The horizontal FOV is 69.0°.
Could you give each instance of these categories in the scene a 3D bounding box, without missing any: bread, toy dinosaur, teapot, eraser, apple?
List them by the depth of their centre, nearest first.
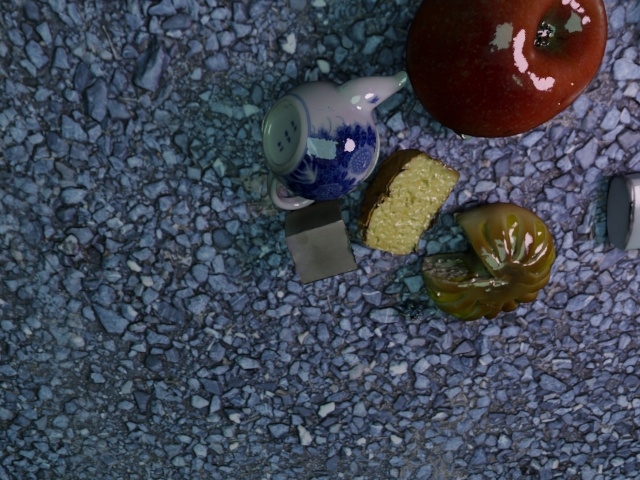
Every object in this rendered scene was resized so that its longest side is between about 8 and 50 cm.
[{"bbox_3d":[0.347,-0.369,0.894,0.348,0.277,0.348,-5,106,-19],"label":"apple"},{"bbox_3d":[0.024,-0.209,1.020,0.280,0.252,0.424,1,143,-40],"label":"teapot"},{"bbox_3d":[0.193,-0.103,1.106,0.160,0.147,0.260,15,117,-16],"label":"bread"},{"bbox_3d":[0.868,-0.085,1.135,0.290,0.104,0.189,-8,109,3],"label":"eraser"},{"bbox_3d":[0.431,0.070,1.170,0.333,0.160,0.333,0,115,-1],"label":"bread"},{"bbox_3d":[0.248,0.196,1.293,0.083,0.030,0.047,30,108,-12],"label":"toy dinosaur"}]

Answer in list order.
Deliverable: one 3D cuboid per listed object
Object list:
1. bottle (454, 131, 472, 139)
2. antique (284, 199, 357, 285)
[{"bbox_3d":[0.326,-0.253,1.068,0.030,0.083,0.030,0,114,0],"label":"bottle"},{"bbox_3d":[0.000,0.000,1.140,0.147,0.148,0.152,-17,121,3],"label":"antique"}]
